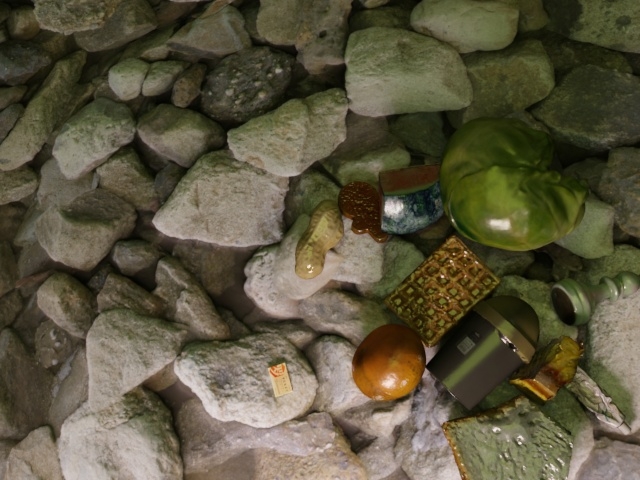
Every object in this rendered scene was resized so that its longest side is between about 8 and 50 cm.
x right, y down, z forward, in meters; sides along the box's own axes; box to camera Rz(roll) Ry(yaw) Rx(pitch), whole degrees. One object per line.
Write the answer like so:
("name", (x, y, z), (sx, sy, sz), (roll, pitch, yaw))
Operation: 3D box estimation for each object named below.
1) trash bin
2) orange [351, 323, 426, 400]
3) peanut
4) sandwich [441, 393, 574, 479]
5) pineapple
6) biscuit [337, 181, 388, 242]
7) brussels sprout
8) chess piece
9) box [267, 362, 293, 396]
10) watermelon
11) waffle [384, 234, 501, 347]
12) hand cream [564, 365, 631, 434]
("trash bin", (0.475, 0.303, 1.669), (0.214, 0.214, 0.334), (42, 89, 19))
("orange", (0.200, 0.353, 1.694), (0.171, 0.240, 0.240), (42, 82, -13))
("peanut", (0.000, 0.000, 1.903), (0.125, 0.111, 0.275), (22, 81, 12))
("sandwich", (0.527, 0.574, 1.613), (0.325, 0.131, 0.262), (-21, 69, 2))
("pineapple", (0.619, 0.359, 1.614), (0.114, 0.186, 0.237), (33, 123, 11))
("biscuit", (0.158, -0.100, 1.938), (0.180, 0.039, 0.236), (-39, 70, -11))
("brussels sprout", (0.520, -0.138, 1.688), (0.361, 0.342, 0.425), (-34, 71, -31))
("chess piece", (0.821, 0.148, 1.711), (0.271, 0.139, 0.139), (-16, 70, -7))
("box", (-0.124, 0.433, 1.835), (0.058, 0.015, 0.093), (-19, 71, 6))
("watermelon", (0.292, -0.168, 1.869), (0.318, 0.148, 0.226), (-40, 61, -15))
("waffle", (0.368, 0.157, 1.794), (0.308, 0.091, 0.213), (-42, 71, -4))
("hand cream", (0.763, 0.438, 1.660), (0.084, 0.050, 0.257), (-40, 67, -1))
